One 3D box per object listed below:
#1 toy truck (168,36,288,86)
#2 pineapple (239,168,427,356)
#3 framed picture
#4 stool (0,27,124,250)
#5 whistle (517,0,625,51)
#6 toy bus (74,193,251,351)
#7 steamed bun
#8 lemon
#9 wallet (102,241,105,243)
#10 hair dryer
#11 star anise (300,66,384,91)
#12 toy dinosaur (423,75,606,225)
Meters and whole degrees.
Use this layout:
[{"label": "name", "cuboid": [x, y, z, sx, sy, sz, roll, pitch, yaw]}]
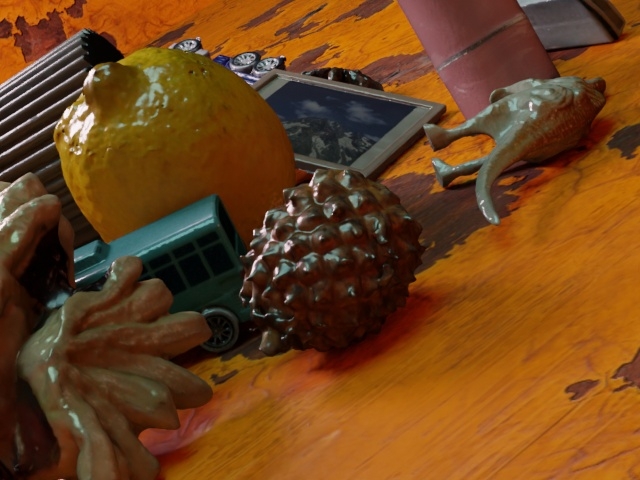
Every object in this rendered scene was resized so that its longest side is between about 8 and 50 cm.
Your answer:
[{"label": "toy truck", "cuboid": [-0.155, -0.195, 2.193, 0.268, 0.124, 0.155, 19, 48, 40]}, {"label": "pineapple", "cuboid": [0.002, 0.032, 1.378, 0.166, 0.166, 0.193, -3, 45, 53]}, {"label": "framed picture", "cuboid": [-0.004, -0.151, 1.962, 0.281, 0.019, 0.209, 14, 39, 29]}, {"label": "stool", "cuboid": [-0.375, -0.078, 2.034, 0.330, 0.297, 0.297, -29, 16, 9]}, {"label": "whistle", "cuboid": [0.298, -0.338, 2.026, 0.163, 0.163, 0.289, -37, 21, -30]}, {"label": "toy bus", "cuboid": [-0.193, 0.064, 1.565, 0.256, 0.147, 0.128, -24, 15, 3]}, {"label": "steamed bun", "cuboid": [-0.243, 0.122, 1.346, 0.189, 0.247, 0.428, -29, 32, 34]}, {"label": "lemon", "cuboid": [-0.161, -0.088, 1.706, 0.245, 0.320, 0.245, -23, 41, 22]}, {"label": "wallet", "cuboid": [-0.243, 0.066, 1.782, 0.160, 0.055, 0.236, -9, 25, 17]}, {"label": "hair dryer", "cuboid": [0.185, -0.258, 1.912, 0.125, 0.210, 0.352, -31, 2, 3]}, {"label": "star anise", "cuboid": [0.029, -0.227, 2.170, 0.141, 0.042, 0.141, 7, 4, 0]}, {"label": "toy dinosaur", "cuboid": [0.201, -0.108, 1.600, 0.205, 0.092, 0.393, -15, 11, 16]}]
